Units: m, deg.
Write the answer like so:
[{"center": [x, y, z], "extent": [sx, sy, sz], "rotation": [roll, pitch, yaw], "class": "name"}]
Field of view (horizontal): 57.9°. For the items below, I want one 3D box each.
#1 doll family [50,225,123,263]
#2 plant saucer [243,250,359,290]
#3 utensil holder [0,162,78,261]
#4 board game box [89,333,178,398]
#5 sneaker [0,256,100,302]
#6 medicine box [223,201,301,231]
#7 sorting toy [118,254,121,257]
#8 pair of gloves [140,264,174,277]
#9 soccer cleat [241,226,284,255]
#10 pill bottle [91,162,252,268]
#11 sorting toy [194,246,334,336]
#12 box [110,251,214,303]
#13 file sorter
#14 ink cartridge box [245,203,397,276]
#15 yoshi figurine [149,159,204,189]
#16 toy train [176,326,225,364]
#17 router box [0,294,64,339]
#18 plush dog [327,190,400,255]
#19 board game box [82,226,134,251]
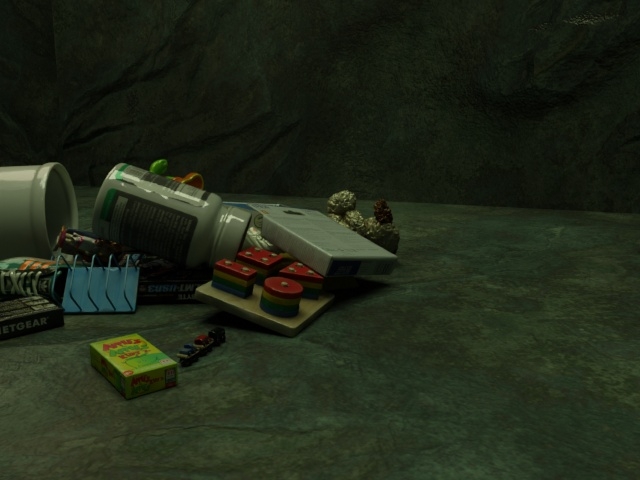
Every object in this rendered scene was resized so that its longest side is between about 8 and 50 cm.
[{"center": [-0.636, 0.016, 1.592], "extent": [0.163, 0.118, 0.263], "rotation": [17, -33, -27], "class": "doll family"}, {"center": [-0.097, 0.072, 1.706], "extent": [0.333, 0.080, 0.333], "rotation": [-3, 12, -19], "class": "plant saucer"}, {"center": [-0.963, -0.060, 1.716], "extent": [0.386, 0.327, 0.327], "rotation": [-4, 12, -7], "class": "utensil holder"}, {"center": [-0.340, 0.222, 1.044], "extent": [0.092, 0.043, 0.181], "rotation": [-9, 15, -38], "class": "board game box"}, {"center": [-0.707, 0.100, 1.456], "extent": [0.303, 0.108, 0.121], "rotation": [-2, 8, -19], "class": "sneaker"}, {"center": [-0.230, -0.049, 1.986], "extent": [0.264, 0.148, 0.289], "rotation": [3, 0, 13], "class": "medicine box"}, {"center": [-0.454, 0.060, 1.831], "extent": [0.348, 0.047, 0.196], "rotation": [-3, 8, -17], "class": "sorting toy"}, {"center": [-0.426, 0.079, 1.485], "extent": [0.083, 0.010, 0.074], "rotation": [10, 18, 40], "class": "pair of gloves"}, {"center": [-0.178, 0.000, 1.662], "extent": [0.197, 0.076, 0.068], "rotation": [7, 13, 27], "class": "soccer cleat"}, {"center": [-0.375, -0.049, 1.490], "extent": [0.362, 0.204, 0.204], "rotation": [19, 11, -4], "class": "pill bottle"}, {"center": [-0.118, 0.104, 1.377], "extent": [0.256, 0.089, 0.257], "rotation": [19, 17, 17], "class": "sorting toy"}, {"center": [-0.419, 0.097, 1.580], "extent": [0.294, 0.073, 0.295], "rotation": [-1, 13, -8], "class": "box"}, {"center": [-0.526, 0.098, 1.360], "extent": [0.171, 0.118, 0.104], "rotation": [-1, -29, -5], "class": "file sorter"}, {"center": [0.000, 0.000, 1.606], "extent": [0.330, 0.071, 0.324], "rotation": [30, 16, 34], "class": "ink cartridge box"}, {"center": [-0.487, -0.121, 1.736], "extent": [0.363, 0.203, 0.203], "rotation": [1, -29, 29], "class": "yoshi figurine"}, {"center": [-0.233, 0.206, 1.147], "extent": [0.027, 0.036, 0.158], "rotation": [5, 12, 19], "class": "toy train"}, {"center": [-0.679, 0.170, 1.269], "extent": [0.133, 0.045, 0.179], "rotation": [12, 17, 43], "class": "router box"}, {"center": [0.143, -0.016, 1.872], "extent": [0.226, 0.262, 0.210], "rotation": [-4, 39, 12], "class": "plush dog"}, {"center": [-0.613, -0.008, 1.910], "extent": [0.304, 0.097, 0.224], "rotation": [-6, -1, -37], "class": "board game box"}]
